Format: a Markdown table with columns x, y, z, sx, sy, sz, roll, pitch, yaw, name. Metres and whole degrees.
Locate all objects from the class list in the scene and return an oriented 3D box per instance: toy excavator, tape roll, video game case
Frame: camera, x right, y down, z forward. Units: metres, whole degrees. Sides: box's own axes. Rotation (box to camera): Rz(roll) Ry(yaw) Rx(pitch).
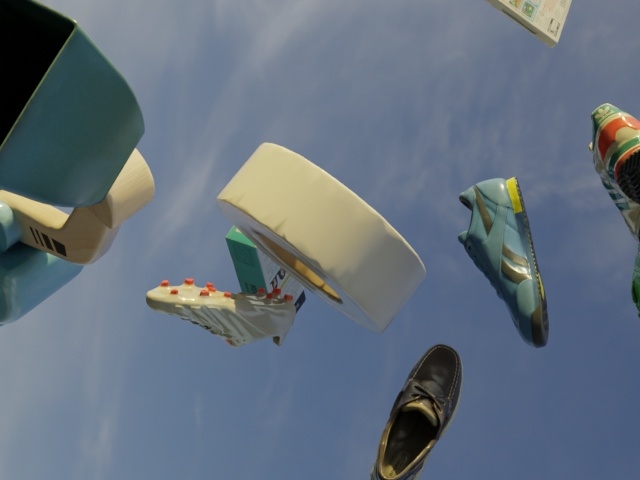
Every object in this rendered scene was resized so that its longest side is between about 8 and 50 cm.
| x | y | z | sx | sy | sz | roll | pitch | yaw | name |
| --- | --- | --- | --- | --- | --- | --- | --- | --- | --- |
| -0.424 | -0.014 | 1.182 | 0.445 | 0.222 | 0.433 | 22 | -49 | 20 | toy excavator |
| 0.000 | 0.000 | 1.078 | 0.100 | 0.286 | 0.286 | -52 | -147 | -9 | tape roll |
| 0.347 | -0.404 | 1.352 | 0.019 | 0.143 | 0.157 | -49 | -170 | 50 | video game case |

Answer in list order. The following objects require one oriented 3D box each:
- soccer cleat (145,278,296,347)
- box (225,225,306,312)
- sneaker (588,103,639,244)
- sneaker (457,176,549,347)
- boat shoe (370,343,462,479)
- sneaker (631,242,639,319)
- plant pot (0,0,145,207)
| x | y | z | sx | sy | sz | roll | pitch | yaw | name |
| --- | --- | --- | --- | --- | --- | --- | --- | --- | --- |
| -0.118 | 0.093 | 0.986 | 0.068 | 0.196 | 0.076 | 26 | -74 | 58 | soccer cleat |
| -0.089 | 0.051 | 1.385 | 0.060 | 0.100 | 0.244 | 17 | -38 | 23 | box |
| 0.259 | -0.054 | 0.662 | 0.057 | 0.161 | 0.075 | -32 | -127 | 15 | sneaker |
| 0.206 | 0.027 | 0.924 | 0.082 | 0.069 | 0.209 | -14 | -117 | 14 | sneaker |
| 0.168 | 0.294 | 1.360 | 0.285 | 0.102 | 0.092 | -58 | 167 | -23 | boat shoe |
| 0.520 | 0.092 | 1.244 | 0.109 | 0.295 | 0.124 | 9 | -116 | 32 | sneaker |
| -0.294 | -0.134 | 0.840 | 0.165 | 0.234 | 0.166 | 29 | -94 | 17 | plant pot |
